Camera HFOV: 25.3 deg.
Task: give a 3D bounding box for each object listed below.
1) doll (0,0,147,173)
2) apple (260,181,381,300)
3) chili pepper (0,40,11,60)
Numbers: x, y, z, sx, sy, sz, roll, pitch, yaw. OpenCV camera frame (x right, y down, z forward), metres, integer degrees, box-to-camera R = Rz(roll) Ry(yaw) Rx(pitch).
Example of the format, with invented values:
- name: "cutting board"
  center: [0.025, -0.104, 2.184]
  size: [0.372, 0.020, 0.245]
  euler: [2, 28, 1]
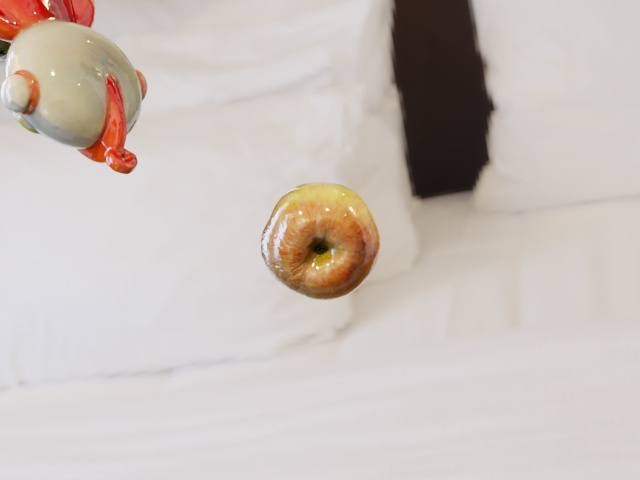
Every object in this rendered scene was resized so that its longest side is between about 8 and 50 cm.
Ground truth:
- name: "doll"
  center: [-0.195, -0.144, 1.015]
  size: [0.142, 0.245, 0.076]
  euler: [-13, -23, -50]
- name: "apple"
  center: [0.003, -0.001, 1.468]
  size: [0.126, 0.126, 0.102]
  euler: [-9, 19, 8]
- name: "chili pepper"
  center: [-0.344, -0.311, 1.433]
  size: [0.233, 0.248, 0.257]
  euler: [11, 59, 13]
